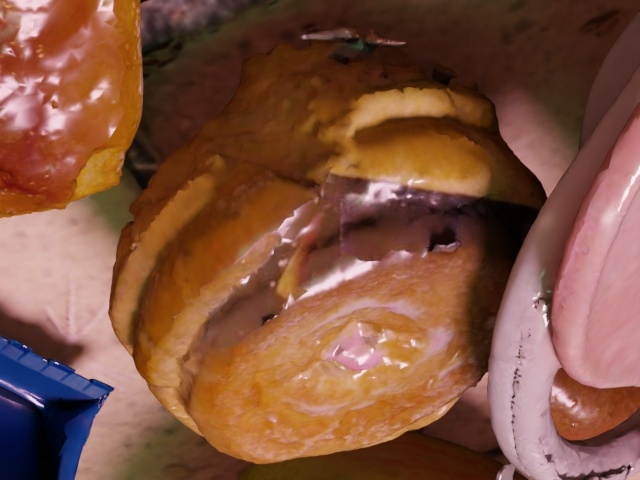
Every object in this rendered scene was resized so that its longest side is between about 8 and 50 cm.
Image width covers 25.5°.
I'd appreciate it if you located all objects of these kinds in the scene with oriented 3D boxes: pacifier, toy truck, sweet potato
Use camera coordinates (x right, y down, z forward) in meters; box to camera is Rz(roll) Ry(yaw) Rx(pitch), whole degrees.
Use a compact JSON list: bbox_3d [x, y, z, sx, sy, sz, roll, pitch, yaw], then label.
[{"bbox_3d":[0.210,0.003,0.543,0.273,0.220,0.332,3,159,28],"label":"pacifier"},{"bbox_3d":[-0.202,0.128,0.661,0.113,0.126,0.208,32,118,-31],"label":"toy truck"},{"bbox_3d":[0.120,0.071,0.712,0.195,0.056,0.056,26,122,-24],"label":"sweet potato"}]

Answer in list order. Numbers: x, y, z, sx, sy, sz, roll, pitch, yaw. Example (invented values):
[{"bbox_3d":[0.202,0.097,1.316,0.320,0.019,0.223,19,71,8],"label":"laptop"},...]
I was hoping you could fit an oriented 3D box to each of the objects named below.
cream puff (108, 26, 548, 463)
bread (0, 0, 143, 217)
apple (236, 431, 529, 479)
[{"bbox_3d":[0.000,0.000,0.578,0.189,0.129,0.189,-17,143,-14],"label":"cream puff"},{"bbox_3d":[-0.152,-0.160,0.431,0.185,0.109,0.380,-5,133,-6],"label":"bread"},{"bbox_3d":[0.028,0.218,0.699,0.226,0.246,0.246,27,123,-16],"label":"apple"}]
